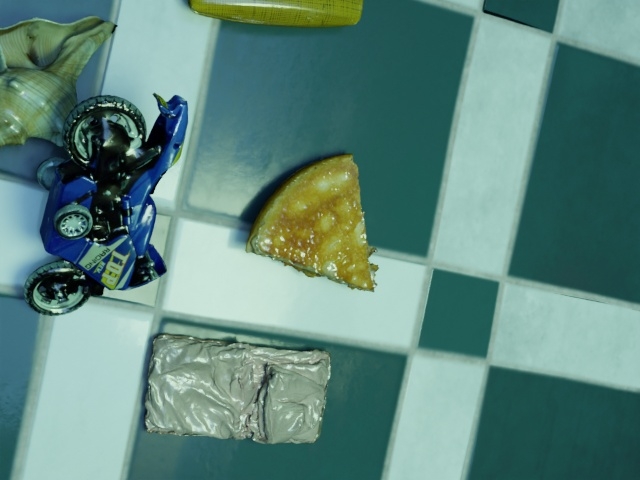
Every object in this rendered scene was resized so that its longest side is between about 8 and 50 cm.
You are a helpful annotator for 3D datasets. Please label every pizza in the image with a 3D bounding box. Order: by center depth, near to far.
[{"bbox_3d":[0.000,0.000,1.187,0.201,0.053,0.193,-36,103,-26],"label":"pizza"}]

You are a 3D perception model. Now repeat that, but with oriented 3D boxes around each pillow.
[{"bbox_3d":[-0.105,0.201,1.168,0.249,0.049,0.135,9,95,-17],"label":"pillow"}]

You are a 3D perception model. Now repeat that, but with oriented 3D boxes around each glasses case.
[{"bbox_3d":[-0.056,-0.315,1.141,0.234,0.064,0.079,0,92,-20],"label":"glasses case"}]

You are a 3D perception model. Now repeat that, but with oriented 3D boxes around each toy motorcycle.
[{"bbox_3d":[-0.243,-0.033,1.046,0.169,0.113,0.315,5,123,-32],"label":"toy motorcycle"}]

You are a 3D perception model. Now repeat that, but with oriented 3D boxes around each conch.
[{"bbox_3d":[-0.345,-0.184,1.034,0.137,0.114,0.233,29,48,-29],"label":"conch"}]
